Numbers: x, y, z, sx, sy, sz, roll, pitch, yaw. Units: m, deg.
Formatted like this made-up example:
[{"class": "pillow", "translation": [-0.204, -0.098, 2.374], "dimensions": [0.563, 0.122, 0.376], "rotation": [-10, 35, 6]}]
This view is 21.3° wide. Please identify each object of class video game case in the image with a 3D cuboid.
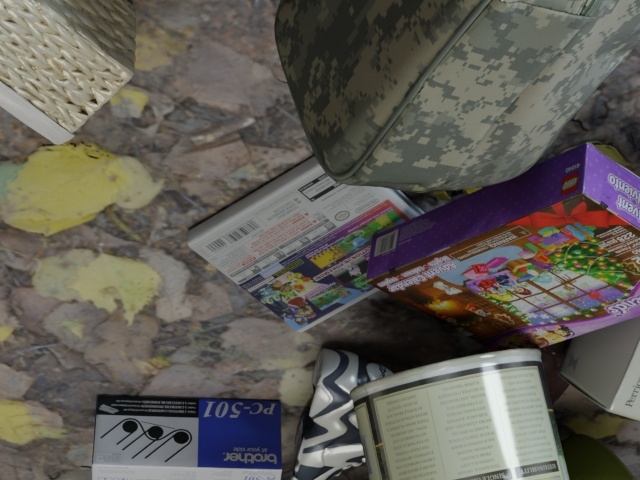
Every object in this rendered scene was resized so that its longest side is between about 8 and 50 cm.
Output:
[{"class": "video game case", "translation": [0.000, 0.000, 1.707], "dimensions": [0.201, 0.023, 0.183], "rotation": [-30, 131, 25]}]

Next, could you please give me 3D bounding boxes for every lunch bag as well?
[{"class": "lunch bag", "translation": [0.142, -0.183, 1.383], "dimensions": [0.256, 0.213, 0.305], "rotation": [4, 142, -32]}]

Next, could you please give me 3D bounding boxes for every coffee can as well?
[{"class": "coffee can", "translation": [0.154, 0.264, 1.701], "dimensions": [0.201, 0.275, 0.201], "rotation": [-11, 169, -2]}]

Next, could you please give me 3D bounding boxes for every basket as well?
[{"class": "basket", "translation": [-0.243, -0.182, 1.433], "dimensions": [0.103, 0.113, 0.167], "rotation": [-34, 129, 26]}]

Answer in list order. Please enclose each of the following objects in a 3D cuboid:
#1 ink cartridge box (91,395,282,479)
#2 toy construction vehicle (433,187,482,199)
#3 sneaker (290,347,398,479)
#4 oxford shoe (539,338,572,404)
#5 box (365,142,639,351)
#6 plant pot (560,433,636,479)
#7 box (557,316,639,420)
[{"class": "ink cartridge box", "translation": [-0.147, 0.224, 1.885], "dimensions": [0.207, 0.097, 0.046], "rotation": [3, 137, -5]}, {"class": "toy construction vehicle", "translation": [0.135, -0.069, 1.609], "dimensions": [0.098, 0.035, 0.086], "rotation": [-4, 137, 37]}, {"class": "sneaker", "translation": [0.052, 0.223, 1.895], "dimensions": [0.153, 0.094, 0.235], "rotation": [12, 126, -3]}, {"class": "oxford shoe", "translation": [0.223, 0.173, 1.847], "dimensions": [0.096, 0.098, 0.271], "rotation": [18, 133, -20]}, {"class": "box", "translation": [0.213, 0.019, 1.618], "dimensions": [0.201, 0.057, 0.293], "rotation": [28, 147, -29]}, {"class": "plant pot", "translation": [0.211, 0.395, 1.889], "dimensions": [0.293, 0.275, 0.275], "rotation": [-20, 140, -16]}, {"class": "box", "translation": [0.387, 0.118, 1.739], "dimensions": [0.232, 0.127, 0.149], "rotation": [17, 99, -21]}]
